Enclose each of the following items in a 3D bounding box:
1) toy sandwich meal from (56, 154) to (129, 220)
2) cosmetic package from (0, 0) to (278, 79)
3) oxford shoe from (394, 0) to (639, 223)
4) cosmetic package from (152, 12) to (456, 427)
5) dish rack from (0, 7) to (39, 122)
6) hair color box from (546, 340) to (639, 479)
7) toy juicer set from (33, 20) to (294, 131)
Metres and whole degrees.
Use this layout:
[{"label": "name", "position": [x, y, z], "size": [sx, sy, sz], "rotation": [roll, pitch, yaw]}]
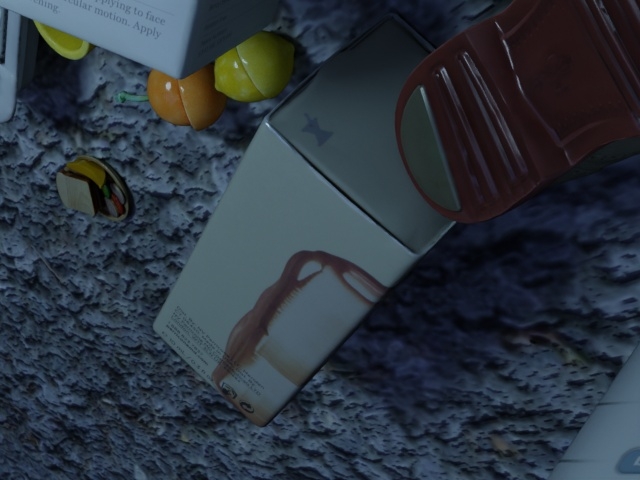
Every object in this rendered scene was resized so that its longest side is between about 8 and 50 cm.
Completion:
[{"label": "toy sandwich meal", "position": [-0.228, -0.049, 1.037], "size": [0.085, 0.029, 0.086], "rotation": [27, 139, 26]}, {"label": "cosmetic package", "position": [-0.094, -0.216, 0.582], "size": [0.151, 0.151, 0.184], "rotation": [24, 118, 8]}, {"label": "oxford shoe", "position": [0.174, -0.109, 0.496], "size": [0.348, 0.130, 0.123], "rotation": [-21, 91, 58]}, {"label": "cosmetic package", "position": [0.000, 0.000, 0.753], "size": [0.129, 0.153, 0.296], "rotation": [42, 145, 5]}, {"label": "dish rack", "position": [-0.333, -0.290, 0.887], "size": [0.285, 0.072, 0.333], "rotation": [41, 143, 11]}, {"label": "hair color box", "position": [0.221, 0.091, 0.420], "size": [0.185, 0.374, 0.114], "rotation": [-13, 113, 50]}, {"label": "toy juicer set", "position": [-0.099, -0.189, 0.728], "size": [0.209, 0.089, 0.329], "rotation": [46, 143, 2]}]
